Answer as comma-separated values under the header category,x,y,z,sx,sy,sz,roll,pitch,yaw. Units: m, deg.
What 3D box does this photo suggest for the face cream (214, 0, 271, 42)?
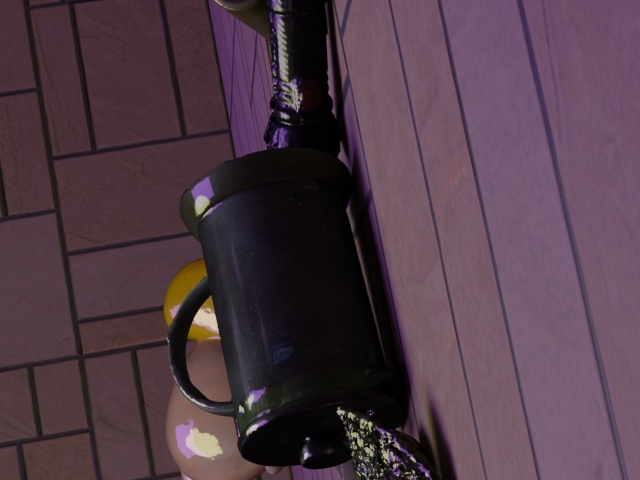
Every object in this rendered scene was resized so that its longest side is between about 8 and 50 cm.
category,x,y,z,sx,sy,sz,roll,pitch,yaw
face cream,-0.068,-0.308,2.002,0.341,0.084,0.137,-8,-91,-81

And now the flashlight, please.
category,x,y,z,sx,sy,sz,roll,pitch,yaw
flashlight,-0.022,-0.197,1.809,0.093,0.093,0.232,-109,15,-59

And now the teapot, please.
category,x,y,z,sx,sy,sz,roll,pitch,yaw
teapot,-0.052,0.099,1.772,0.200,0.270,0.337,32,-142,-56

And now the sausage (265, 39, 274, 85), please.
category,x,y,z,sx,sy,sz,roll,pitch,yaw
sausage,-0.052,-0.231,2.268,0.033,0.033,0.269,101,159,-73

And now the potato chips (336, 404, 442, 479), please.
category,x,y,z,sx,sy,sz,roll,pitch,yaw
potato chips,0.066,0.274,1.545,0.202,0.029,0.220,42,138,35

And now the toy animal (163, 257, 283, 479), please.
category,x,y,z,sx,sy,sz,roll,pitch,yaw
toy animal,-0.058,0.187,2.235,0.247,0.278,0.345,31,-125,-60

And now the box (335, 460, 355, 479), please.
category,x,y,z,sx,sy,sz,roll,pitch,yaw
box,0.032,0.192,1.965,0.243,0.067,0.155,-144,43,-83

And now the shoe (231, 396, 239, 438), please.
category,x,y,z,sx,sy,sz,roll,pitch,yaw
shoe,-0.055,0.205,1.938,0.227,0.112,0.099,85,174,-73

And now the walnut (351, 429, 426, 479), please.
category,x,y,z,sx,sy,sz,roll,pitch,yaw
walnut,0.072,0.235,1.615,0.092,0.092,0.092,171,90,-84
